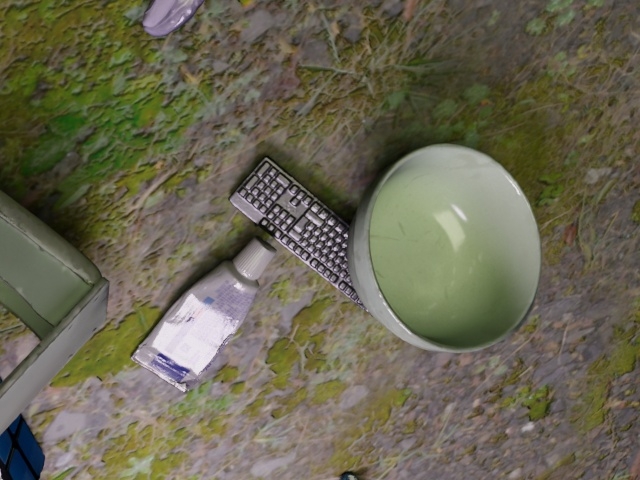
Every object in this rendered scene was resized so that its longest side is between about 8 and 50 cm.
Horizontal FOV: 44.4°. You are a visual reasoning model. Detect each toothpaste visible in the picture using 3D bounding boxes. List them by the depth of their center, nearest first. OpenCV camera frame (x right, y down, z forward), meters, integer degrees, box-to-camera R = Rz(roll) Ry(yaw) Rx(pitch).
[{"bbox_3d":[-0.168,0.111,1.217,0.099,0.068,0.282,42,102,11],"label":"toothpaste"}]

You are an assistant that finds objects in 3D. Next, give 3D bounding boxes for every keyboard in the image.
[{"bbox_3d":[0.000,0.000,1.232,0.309,0.018,0.101,40,102,-17],"label":"keyboard"}]

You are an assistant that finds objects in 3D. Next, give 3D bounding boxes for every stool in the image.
[{"bbox_3d":[-0.447,0.095,0.997,0.243,0.170,0.270,37,62,2],"label":"stool"}]

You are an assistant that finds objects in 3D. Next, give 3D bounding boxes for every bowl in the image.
[{"bbox_3d":[0.168,0.015,1.186,0.307,0.163,0.307,3,83,-27],"label":"bowl"}]

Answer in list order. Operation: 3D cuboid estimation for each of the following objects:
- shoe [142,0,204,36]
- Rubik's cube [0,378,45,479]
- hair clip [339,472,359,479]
[{"bbox_3d":[-0.194,-0.402,1.065,0.137,0.095,0.245,31,91,-15],"label":"shoe"},{"bbox_3d":[-0.519,0.322,1.117,0.180,0.183,0.167,-23,106,-5],"label":"Rubik's cube"},{"bbox_3d":[0.061,0.520,1.375,0.039,0.070,0.230,-10,113,-14],"label":"hair clip"}]
